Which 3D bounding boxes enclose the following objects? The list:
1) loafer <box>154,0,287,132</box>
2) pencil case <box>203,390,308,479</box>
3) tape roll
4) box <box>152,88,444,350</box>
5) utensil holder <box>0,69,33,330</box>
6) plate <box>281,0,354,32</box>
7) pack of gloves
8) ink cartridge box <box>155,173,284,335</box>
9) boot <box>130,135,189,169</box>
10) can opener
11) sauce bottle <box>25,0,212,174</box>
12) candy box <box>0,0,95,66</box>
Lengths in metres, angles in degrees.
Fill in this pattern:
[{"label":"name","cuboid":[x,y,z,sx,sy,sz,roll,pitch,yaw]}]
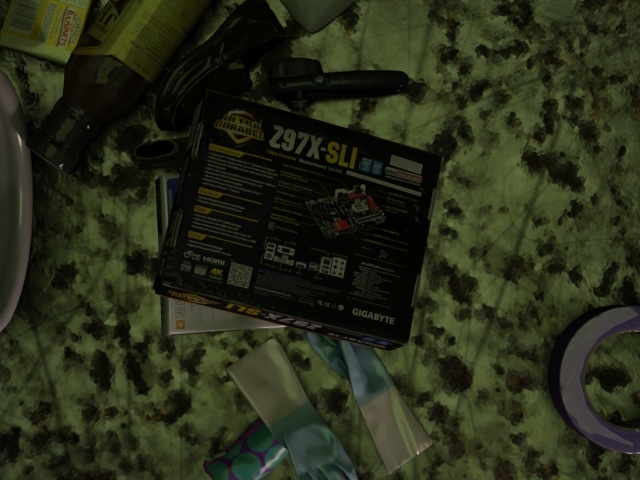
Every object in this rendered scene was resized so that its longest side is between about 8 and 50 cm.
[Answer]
[{"label":"loafer","cuboid":[-0.128,-0.219,1.568,0.078,0.080,0.220,41,88,14]},{"label":"pencil case","cuboid":[-0.081,0.266,1.562,0.152,0.064,0.070,-43,115,-2]},{"label":"tape roll","cuboid":[0.395,0.177,1.558,0.189,0.080,0.188,0,88,1]},{"label":"box","cuboid":[-0.024,-0.021,1.514,0.322,0.079,0.257,14,74,-12]},{"label":"utensil holder","cuboid":[-0.579,-0.048,1.450,0.386,0.327,0.327,0,88,2]},{"label":"plate","cuboid":[0.008,-0.466,1.604,0.277,0.045,0.278,-38,88,-1]},{"label":"pack of gloves","cuboid":[0.022,0.207,1.533,0.195,0.046,0.232,-31,87,-30]},{"label":"ink cartridge box","cuboid":[-0.108,0.016,1.569,0.208,0.045,0.206,-2,88,-21]},{"label":"boot","cuboid":[-0.187,-0.117,1.567,0.119,0.087,0.042,-16,86,-1]},{"label":"can opener","cuboid":[0.024,-0.207,1.585,0.186,0.059,0.073,0,87,0]},{"label":"sauce bottle","cuboid":[-0.255,-0.243,1.560,0.111,0.111,0.344,35,86,1]},{"label":"candy box","cuboid":[-0.349,-0.342,1.606,0.105,0.027,0.205,17,88,-2]}]
